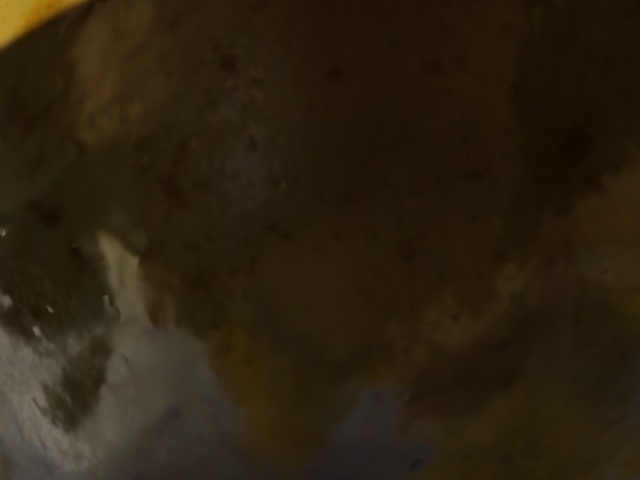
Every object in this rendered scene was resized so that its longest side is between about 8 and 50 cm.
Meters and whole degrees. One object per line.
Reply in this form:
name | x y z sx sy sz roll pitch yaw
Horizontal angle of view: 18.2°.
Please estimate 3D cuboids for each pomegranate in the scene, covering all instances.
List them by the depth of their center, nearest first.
pomegranate | 0.009 -0.013 0.636 0.307 0.307 0.307 10 -149 -6
